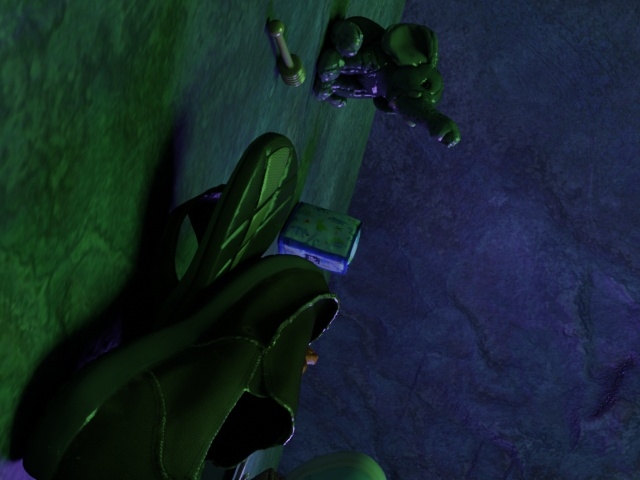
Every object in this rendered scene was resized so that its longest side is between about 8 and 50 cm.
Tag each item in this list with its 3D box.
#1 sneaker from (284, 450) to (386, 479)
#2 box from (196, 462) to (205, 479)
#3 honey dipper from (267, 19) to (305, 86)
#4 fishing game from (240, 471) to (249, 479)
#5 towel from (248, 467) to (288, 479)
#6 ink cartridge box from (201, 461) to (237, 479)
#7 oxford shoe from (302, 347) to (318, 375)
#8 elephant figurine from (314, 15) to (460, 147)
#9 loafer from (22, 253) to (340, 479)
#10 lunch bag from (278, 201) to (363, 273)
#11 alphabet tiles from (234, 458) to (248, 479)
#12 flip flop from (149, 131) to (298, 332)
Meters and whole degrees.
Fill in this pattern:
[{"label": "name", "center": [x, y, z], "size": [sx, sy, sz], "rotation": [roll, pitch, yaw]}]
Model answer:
[{"label": "sneaker", "center": [-0.062, 0.406, 1.103], "size": [0.366, 0.135, 0.150], "rotation": [-44, -174, 8]}, {"label": "box", "center": [-0.152, 0.208, 0.965], "size": [0.216, 0.060, 0.270], "rotation": [101, 3, -48]}, {"label": "honey dipper", "center": [-0.039, -0.215, 1.049], "size": [0.160, 0.031, 0.030], "rotation": [66, 42, -79]}, {"label": "fishing game", "center": [-0.168, 0.525, 1.533], "size": [0.189, 0.041, 0.264], "rotation": [-54, -166, 50]}, {"label": "towel", "center": [-0.172, 0.412, 1.037], "size": [0.237, 0.037, 0.329], "rotation": [-30, -161, 31]}, {"label": "ink cartridge box", "center": [-0.166, 0.352, 1.423], "size": [0.180, 0.060, 0.104], "rotation": [100, 9, -58]}, {"label": "oxford shoe", "center": [-0.069, 0.145, 1.038], "size": [0.098, 0.097, 0.271], "rotation": [-57, 174, 1]}, {"label": "elephant figurine", "center": [0.122, -0.255, 1.452], "size": [0.169, 0.239, 0.186], "rotation": [25, 82, -85]}, {"label": "loafer", "center": [-0.077, 0.125, 0.756], "size": [0.366, 0.130, 0.133], "rotation": [-33, 160, -56]}, {"label": "lunch bag", "center": [0.000, 0.000, 1.639], "size": [0.151, 0.129, 0.096], "rotation": [-56, 162, -76]}, {"label": "alphabet tiles", "center": [-0.139, 0.391, 1.357], "size": [0.342, 0.011, 0.285], "rotation": [-62, 174, -81]}, {"label": "flip flop", "center": [-0.110, 0.016, 0.818], "size": [0.112, 0.080, 0.277], "rotation": [-32, 159, -55]}]
